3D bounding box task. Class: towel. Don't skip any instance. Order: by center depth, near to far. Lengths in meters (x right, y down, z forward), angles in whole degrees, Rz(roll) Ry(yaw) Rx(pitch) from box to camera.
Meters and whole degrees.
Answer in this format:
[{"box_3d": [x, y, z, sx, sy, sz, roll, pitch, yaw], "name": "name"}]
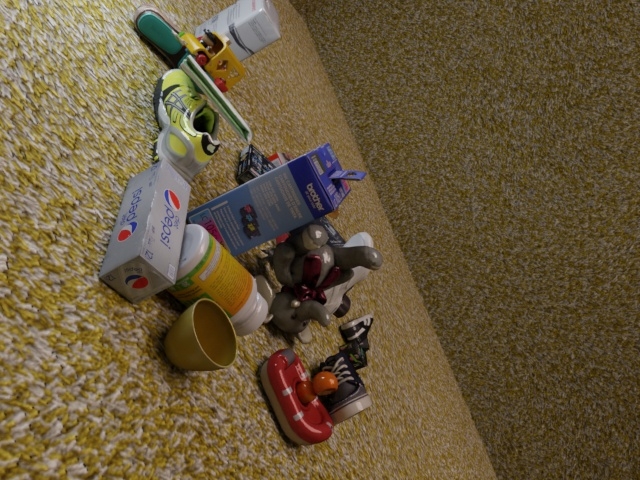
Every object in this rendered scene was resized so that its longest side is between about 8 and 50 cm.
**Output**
[{"box_3d": [-0.262, -0.357, 1.412, 0.248, 0.038, 0.325, 49, 1, -20], "name": "towel"}]

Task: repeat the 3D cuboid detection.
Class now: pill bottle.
[{"box_3d": [-0.216, 0.092, 1.140, 0.245, 0.136, 0.136, 51, 22, -38], "name": "pill bottle"}]

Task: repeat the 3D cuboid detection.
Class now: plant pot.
[{"box_3d": [-0.231, 0.187, 1.034, 0.134, 0.095, 0.134, 54, 21, -31], "name": "plant pot"}]

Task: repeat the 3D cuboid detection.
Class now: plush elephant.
[{"box_3d": [-0.045, 0.128, 1.447, 0.272, 0.330, 0.255, 24, 64, -46], "name": "plush elephant"}]

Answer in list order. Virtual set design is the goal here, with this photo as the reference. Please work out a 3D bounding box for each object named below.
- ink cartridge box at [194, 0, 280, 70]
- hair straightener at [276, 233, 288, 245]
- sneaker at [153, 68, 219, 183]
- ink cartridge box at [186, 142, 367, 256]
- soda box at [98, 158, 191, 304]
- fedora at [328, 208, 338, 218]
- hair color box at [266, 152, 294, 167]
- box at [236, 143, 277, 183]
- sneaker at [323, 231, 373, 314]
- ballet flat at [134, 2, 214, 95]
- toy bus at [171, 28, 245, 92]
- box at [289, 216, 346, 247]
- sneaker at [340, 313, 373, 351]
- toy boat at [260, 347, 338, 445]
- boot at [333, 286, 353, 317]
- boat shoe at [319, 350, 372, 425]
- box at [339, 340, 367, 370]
[{"box_3d": [-0.272, -0.682, 1.831, 0.114, 0.273, 0.197, 50, 23, -40], "name": "ink cartridge box"}, {"box_3d": [-0.121, -0.005, 1.748, 0.089, 0.047, 0.230, 78, -4, -48], "name": "hair straightener"}, {"box_3d": [-0.316, -0.299, 1.380, 0.145, 0.147, 0.384, 41, 26, -48], "name": "sneaker"}, {"box_3d": [-0.089, -0.107, 1.354, 0.151, 0.396, 0.270, 62, 17, -9], "name": "ink cartridge box"}, {"box_3d": [-0.322, -0.024, 1.056, 0.091, 0.098, 0.286, 50, 22, -37], "name": "soda box"}, {"box_3d": [-0.005, -0.154, 2.213, 0.194, 0.079, 0.194, 46, 28, -34], "name": "fedora"}, {"box_3d": [-0.131, -0.269, 2.046, 0.093, 0.053, 0.167, 64, 16, -1], "name": "hair color box"}, {"box_3d": [-0.162, -0.182, 1.757, 0.220, 0.051, 0.175, 41, 25, -28], "name": "box"}, {"box_3d": [0.046, 0.097, 1.680, 0.152, 0.305, 0.114, 35, 1, -46], "name": "sneaker"}, {"box_3d": [-0.395, -0.543, 1.577, 0.316, 0.108, 0.106, 47, 10, -46], "name": "ballet flat"}, {"box_3d": [-0.278, -0.488, 1.452, 0.191, 0.104, 0.202, 49, 1, -17], "name": "toy bus"}, {"box_3d": [0.000, 0.000, 1.819, 0.158, 0.093, 0.156, 52, 17, 14], "name": "box"}, {"box_3d": [0.143, 0.335, 1.983, 0.217, 0.079, 0.121, -5, 73, -63], "name": "sneaker"}, {"box_3d": [-0.028, 0.354, 1.304, 0.231, 0.151, 0.151, 65, 17, 2], "name": "toy boat"}, {"box_3d": [-0.008, 0.096, 1.899, 0.280, 0.096, 0.264, 49, 28, -21], "name": "boot"}, {"box_3d": [0.049, 0.386, 1.494, 0.158, 0.127, 0.340, 62, -4, 11], "name": "boat shoe"}, {"box_3d": [0.108, 0.377, 1.825, 0.083, 0.062, 0.052, 53, 22, -33], "name": "box"}]
